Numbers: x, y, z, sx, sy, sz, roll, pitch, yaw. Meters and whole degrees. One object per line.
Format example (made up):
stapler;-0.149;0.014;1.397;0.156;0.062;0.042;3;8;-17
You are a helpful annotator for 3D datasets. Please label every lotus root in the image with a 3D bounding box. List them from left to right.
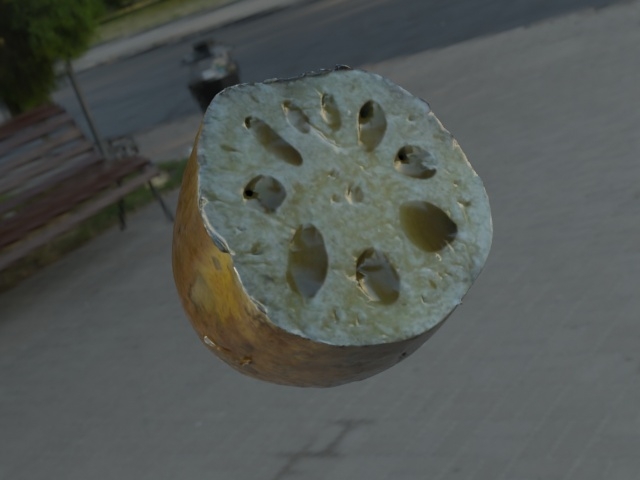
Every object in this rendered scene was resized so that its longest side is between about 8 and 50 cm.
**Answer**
lotus root;0.001;0.003;0.451;0.122;0.112;0.081;-11;-30;-31
